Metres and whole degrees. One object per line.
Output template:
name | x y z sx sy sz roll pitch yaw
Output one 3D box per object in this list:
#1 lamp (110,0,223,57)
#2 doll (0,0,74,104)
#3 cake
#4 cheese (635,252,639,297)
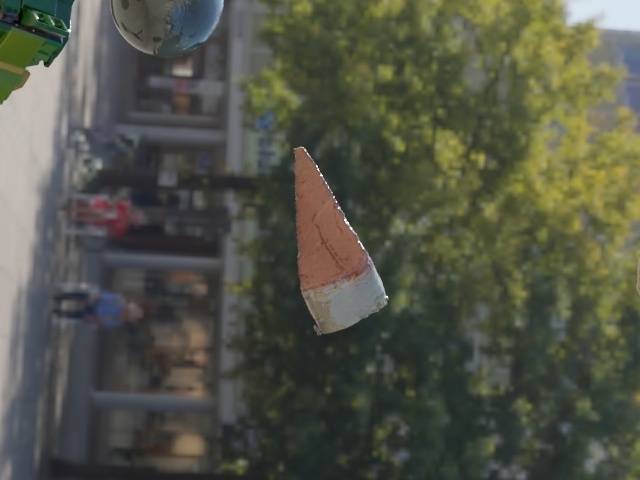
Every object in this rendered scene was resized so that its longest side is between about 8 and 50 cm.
lamp | -0.141 -0.220 1.323 0.105 0.105 0.105 -177 -90 -83
doll | -0.325 -0.219 1.518 0.186 0.106 0.134 -41 -133 40
cake | 0.020 -0.005 1.704 0.109 0.090 0.225 62 17 -49
cheese | 0.316 -0.031 1.023 0.159 0.093 0.263 36 80 -51
